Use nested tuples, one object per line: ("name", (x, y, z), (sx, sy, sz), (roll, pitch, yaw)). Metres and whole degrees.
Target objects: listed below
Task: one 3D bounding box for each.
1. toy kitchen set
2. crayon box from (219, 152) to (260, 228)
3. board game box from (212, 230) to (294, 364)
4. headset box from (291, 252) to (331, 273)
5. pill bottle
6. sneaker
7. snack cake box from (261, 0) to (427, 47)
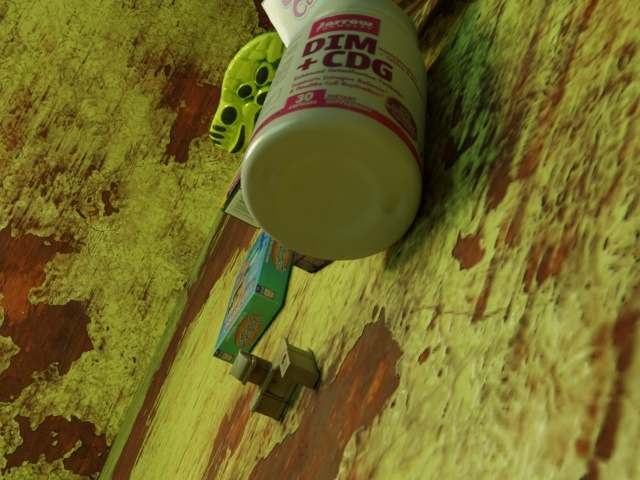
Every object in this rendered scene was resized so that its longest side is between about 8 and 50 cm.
("toy kitchen set", (-0.054, 0.145, 0.703), (0.083, 0.068, 0.075), (-63, 12, 7))
("crayon box", (-0.056, -0.238, 1.381), (0.363, 0.106, 0.313), (-44, 23, 57))
("board game box", (-0.096, 0.067, 1.079), (0.160, 0.047, 0.210), (-54, 16, 37))
("headset box", (0.000, 0.000, 0.851), (0.062, 0.032, 0.083), (-69, 12, -21))
("pill bottle", (0.026, -0.129, 0.695), (0.160, 0.160, 0.283), (-54, 16, 40))
("sneaker", (-0.125, -0.280, 1.248), (0.295, 0.109, 0.123), (-46, 26, 50))
("snack cake box", (0.072, -0.330, 0.808), (0.152, 0.089, 0.264), (-12, -22, -47))
